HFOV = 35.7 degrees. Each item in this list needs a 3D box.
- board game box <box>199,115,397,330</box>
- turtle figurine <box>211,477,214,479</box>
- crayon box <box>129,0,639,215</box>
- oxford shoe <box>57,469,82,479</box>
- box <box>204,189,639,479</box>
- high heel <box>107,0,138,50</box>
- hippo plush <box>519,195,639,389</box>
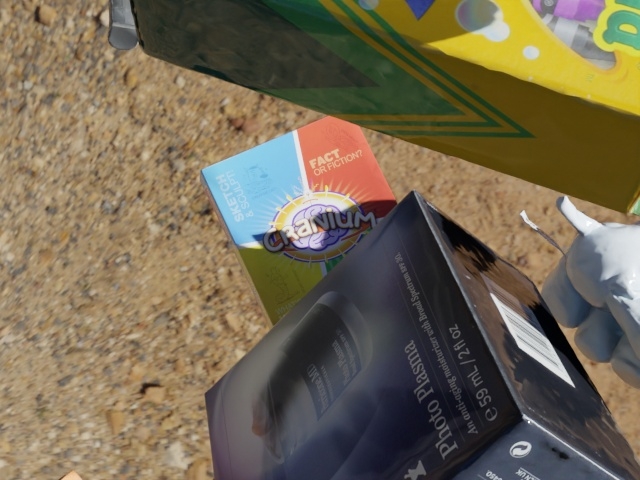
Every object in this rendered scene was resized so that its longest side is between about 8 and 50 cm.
[{"bbox_3d":[0.000,0.000,1.418,0.242,0.064,0.317,-25,83,-12],"label":"board game box"},{"bbox_3d":[-0.032,0.335,1.228,0.274,0.198,0.266,18,45,-6],"label":"turtle figurine"},{"bbox_3d":[0.089,-0.147,0.518,0.323,0.083,0.203,20,64,9],"label":"crayon box"},{"bbox_3d":[-0.356,0.411,1.084,0.133,0.130,0.363,48,46,0],"label":"oxford shoe"},{"bbox_3d":[0.066,0.171,0.827,0.182,0.296,0.294,34,110,-29],"label":"box"},{"bbox_3d":[-0.189,-0.364,1.108,0.093,0.261,0.186,13,49,-26],"label":"high heel"},{"bbox_3d":[0.422,0.021,1.274,0.236,0.234,0.294,-36,92,-14],"label":"hippo plush"}]
